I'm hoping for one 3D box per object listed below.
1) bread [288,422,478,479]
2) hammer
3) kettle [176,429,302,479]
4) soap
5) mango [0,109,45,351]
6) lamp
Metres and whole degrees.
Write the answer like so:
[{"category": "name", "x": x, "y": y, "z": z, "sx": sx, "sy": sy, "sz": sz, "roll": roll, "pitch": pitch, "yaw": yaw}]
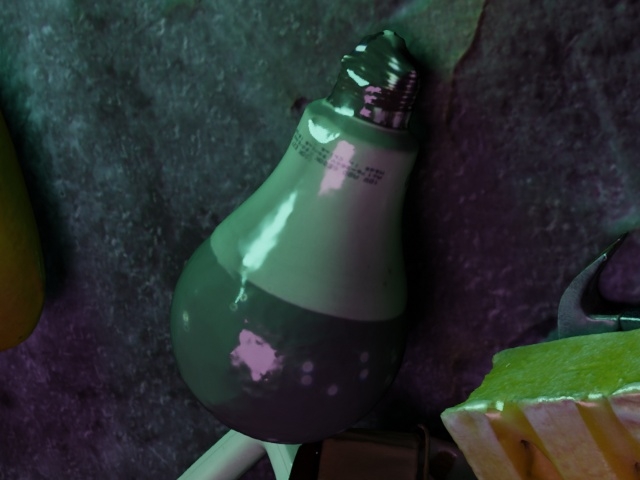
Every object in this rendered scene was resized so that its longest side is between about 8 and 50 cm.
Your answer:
[{"category": "bread", "x": 0.074, "y": 0.243, "z": 1.301, "sx": 0.212, "sy": 0.224, "sz": 0.142, "roll": 16, "pitch": 133, "yaw": -7}, {"category": "hammer", "x": 0.293, "y": 0.064, "z": 1.155, "sx": 0.290, "sy": 0.037, "sz": 0.137, "roll": 1, "pitch": 118, "yaw": 37}, {"category": "kettle", "x": -0.047, "y": 0.334, "z": 1.486, "sx": 0.205, "sy": 0.265, "sz": 0.318, "roll": 24, "pitch": 136, "yaw": -18}, {"category": "soap", "x": 0.244, "y": 0.211, "z": 1.213, "sx": 0.199, "sy": 0.091, "sz": 0.315, "roll": -14, "pitch": 114, "yaw": 41}, {"category": "mango", "x": -0.369, "y": -0.056, "z": 1.495, "sx": 0.253, "sy": 0.182, "sz": 0.365, "roll": -19, "pitch": 114, "yaw": 39}, {"category": "lamp", "x": 0.005, "y": 0.016, "z": 1.252, "sx": 0.182, "sy": 0.182, "sz": 0.314, "roll": 39, "pitch": 125, "yaw": 12}]
